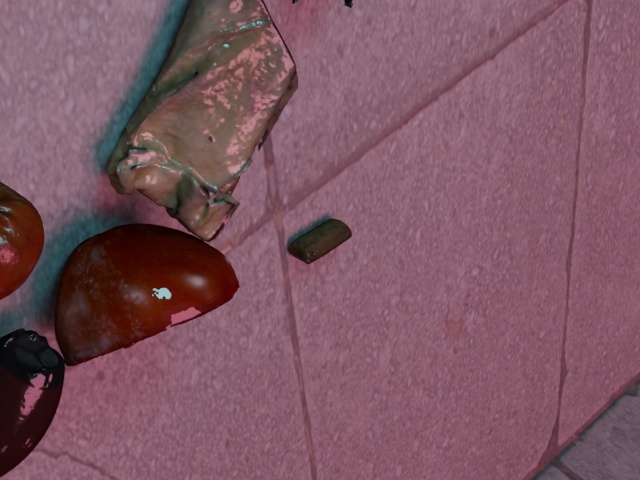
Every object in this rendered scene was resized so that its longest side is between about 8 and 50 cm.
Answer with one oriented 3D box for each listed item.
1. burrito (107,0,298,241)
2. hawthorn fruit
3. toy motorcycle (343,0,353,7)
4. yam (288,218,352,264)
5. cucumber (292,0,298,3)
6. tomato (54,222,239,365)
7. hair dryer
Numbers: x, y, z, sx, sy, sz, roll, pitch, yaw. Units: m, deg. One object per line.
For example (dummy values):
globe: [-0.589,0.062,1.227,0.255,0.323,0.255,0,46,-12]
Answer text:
burrito: [-0.116,-0.174,1.805,0.175,0.107,0.348,17,104,-32]
hawthorn fruit: [-0.357,0.006,1.659,0.133,0.133,0.138,-39,160,-23]
toy motorcycle: [0.026,-0.338,1.832,0.205,0.076,0.114,-81,-164,-75]
yam: [0.000,0.000,2.224,0.094,0.043,0.043,-34,144,-32]
cucumber: [-0.063,-0.363,1.717,0.070,0.046,0.220,-19,116,-35]
tomato: [-0.223,0.050,1.851,0.233,0.140,0.200,-23,-175,35]
hair dryer: [-0.443,0.245,1.740,0.312,0.123,0.340,-52,167,15]
